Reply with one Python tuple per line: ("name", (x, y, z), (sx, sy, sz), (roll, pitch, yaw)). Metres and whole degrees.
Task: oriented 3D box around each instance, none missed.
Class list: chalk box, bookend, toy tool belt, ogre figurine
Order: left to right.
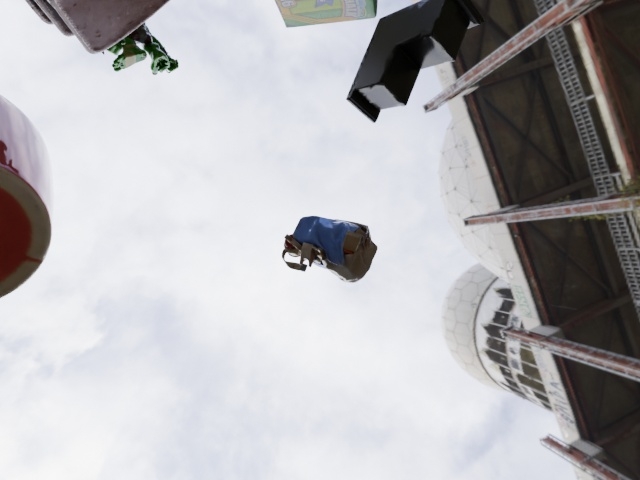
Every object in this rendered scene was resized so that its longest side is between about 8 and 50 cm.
("ogre figurine", (-0.346, -0.373, 0.764), (0.118, 0.097, 0.197), (58, -141, -2))
("toy tool belt", (0.000, 0.000, 0.331), (0.083, 0.051, 0.052), (11, -113, 28))
("chalk box", (0.041, -0.615, 0.927), (0.289, 0.180, 0.178), (1, -101, 15))
("bookend", (0.139, -0.274, 0.639), (0.072, 0.157, 0.156), (29, -102, -36))

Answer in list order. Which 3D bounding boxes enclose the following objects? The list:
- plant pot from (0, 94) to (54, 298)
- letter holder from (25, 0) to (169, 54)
("plant pot", (-0.472, -0.054, 0.523), (0.275, 0.243, 0.274), (-24, -48, -30))
("letter holder", (-0.241, -0.388, 0.548), (0.152, 0.214, 0.302), (42, -100, 0))
